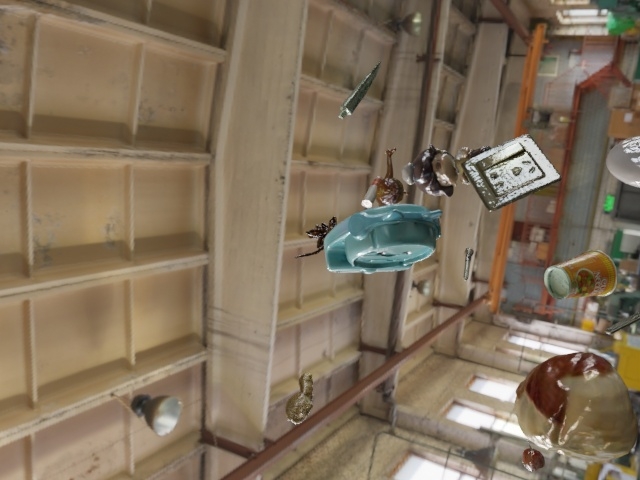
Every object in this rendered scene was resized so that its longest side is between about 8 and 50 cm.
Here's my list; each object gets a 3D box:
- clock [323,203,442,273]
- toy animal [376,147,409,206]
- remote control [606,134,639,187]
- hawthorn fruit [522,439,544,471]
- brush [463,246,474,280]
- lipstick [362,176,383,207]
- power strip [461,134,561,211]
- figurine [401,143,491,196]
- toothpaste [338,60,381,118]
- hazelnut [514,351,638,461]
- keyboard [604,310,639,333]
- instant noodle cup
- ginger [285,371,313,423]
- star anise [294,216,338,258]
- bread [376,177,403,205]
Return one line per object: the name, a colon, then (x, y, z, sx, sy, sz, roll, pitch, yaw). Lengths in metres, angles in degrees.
clock: (0.144, -0.002, 1.249, 0.274, 0.223, 0.094, 137, 128, -64)
toy animal: (0.284, -0.241, 2.349, 0.066, 0.230, 0.224, 13, -62, -34)
remote control: (0.874, -0.197, 1.403, 0.221, 0.331, 0.104, -71, -25, -51)
hawthorn fruit: (0.650, 0.655, 1.779, 0.066, 0.066, 0.103, -31, -65, -55)
brush: (0.625, 0.098, 2.473, 0.299, 0.039, 0.042, -52, -16, -62)
lipstick: (0.183, -0.168, 2.019, 0.131, 0.038, 0.038, -60, -33, -39)
power strip: (0.639, -0.218, 1.956, 0.092, 0.256, 0.251, 52, -163, -51)
figurine: (0.554, -0.294, 2.480, 0.218, 0.365, 0.206, 46, -114, -30)
toothpaste: (0.122, -0.457, 1.779, 0.218, 0.041, 0.064, -54, -8, -13)
hazelnut: (0.576, 0.363, 1.287, 0.241, 0.261, 0.261, -47, -41, -50)
keyboard: (0.771, 0.197, 1.442, 0.015, 0.129, 0.049, 62, -171, 13)
instant noodle cup: (0.857, 0.123, 1.941, 0.184, 0.168, 0.169, -9, -67, -21)
ginger: (-0.060, 0.459, 1.669, 0.096, 0.067, 0.165, -46, 16, 33)
star anise: (0.000, 0.000, 1.791, 0.190, 0.097, 0.070, -27, -20, -13)
bread: (0.202, -0.142, 1.704, 0.053, 0.085, 0.085, -13, -68, -47)
